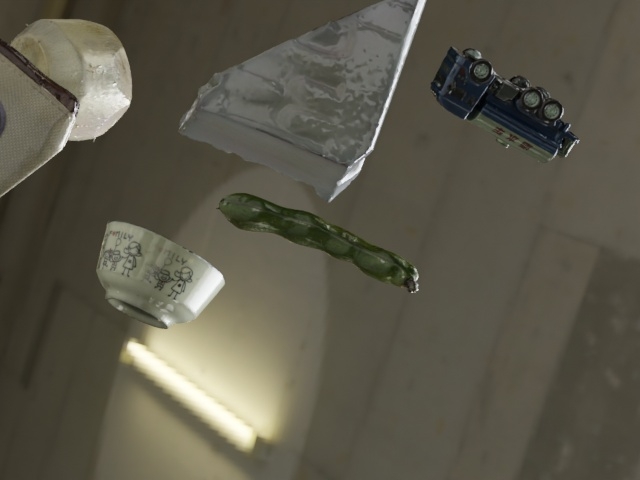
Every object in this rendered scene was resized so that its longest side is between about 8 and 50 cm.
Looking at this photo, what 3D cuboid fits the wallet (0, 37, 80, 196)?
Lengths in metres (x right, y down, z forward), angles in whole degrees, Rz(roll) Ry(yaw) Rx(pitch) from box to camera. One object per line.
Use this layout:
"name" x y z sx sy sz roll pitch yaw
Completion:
"wallet" -0.455 -0.160 1.778 0.275 0.335 0.068 -50 178 6

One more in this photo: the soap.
"soap" -0.024 -0.241 2.171 0.159 0.258 0.302 119 -8 -78

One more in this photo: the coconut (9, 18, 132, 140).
"coconut" -0.321 -0.204 2.068 0.161 0.162 0.161 -4 -96 42

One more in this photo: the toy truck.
"toy truck" 0.237 -0.170 2.056 0.088 0.202 0.074 -58 -161 14

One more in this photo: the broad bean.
"broad bean" 0.000 -0.001 1.889 0.052 0.256 0.052 -65 177 -48

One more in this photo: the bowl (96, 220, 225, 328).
"bowl" -0.298 0.075 2.854 0.238 0.238 0.126 -6 -124 62
